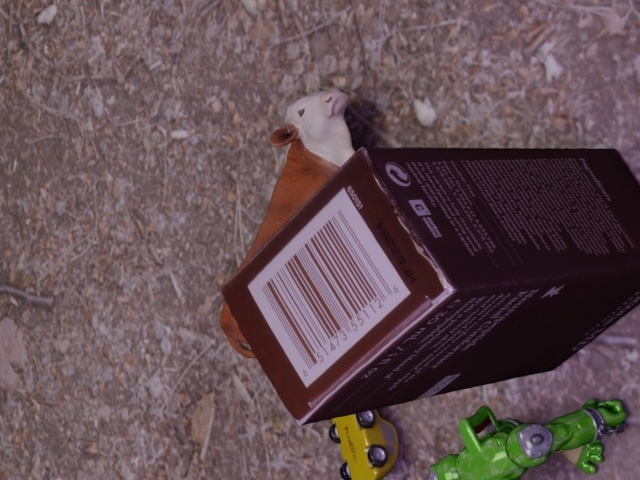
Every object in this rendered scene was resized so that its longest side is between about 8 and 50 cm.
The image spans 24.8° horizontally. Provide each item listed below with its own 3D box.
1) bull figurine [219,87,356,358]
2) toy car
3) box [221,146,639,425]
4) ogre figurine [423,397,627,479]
[{"bbox_3d":[0.000,0.000,1.504,0.188,0.101,0.310,37,114,31],"label":"bull figurine"},{"bbox_3d":[0.083,0.284,1.455,0.225,0.053,0.239,12,100,54],"label":"toy car"},{"bbox_3d":[0.124,0.029,1.218,0.191,0.381,0.143,-45,67,33],"label":"box"},{"bbox_3d":[0.176,0.199,1.353,0.197,0.118,0.097,-6,88,41],"label":"ogre figurine"}]
